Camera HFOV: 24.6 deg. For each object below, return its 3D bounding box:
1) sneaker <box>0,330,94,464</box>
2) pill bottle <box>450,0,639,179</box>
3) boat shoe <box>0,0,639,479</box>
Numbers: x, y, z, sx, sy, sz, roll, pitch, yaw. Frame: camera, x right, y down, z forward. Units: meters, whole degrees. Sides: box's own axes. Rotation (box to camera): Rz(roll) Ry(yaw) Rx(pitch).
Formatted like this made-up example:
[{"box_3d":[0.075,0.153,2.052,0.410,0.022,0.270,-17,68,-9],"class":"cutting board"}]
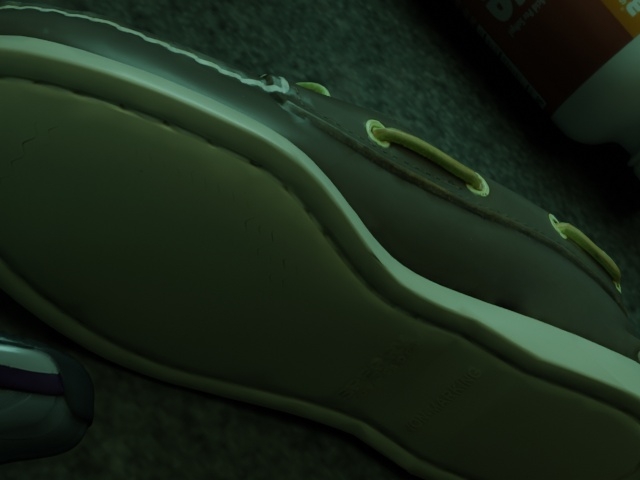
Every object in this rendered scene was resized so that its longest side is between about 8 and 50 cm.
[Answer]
[{"box_3d":[-0.167,0.072,0.390,0.224,0.083,0.098,4,73,-30],"class":"sneaker"},{"box_3d":[0.143,-0.130,0.765,0.216,0.121,0.121,50,41,6],"class":"pill bottle"},{"box_3d":[0.000,0.000,0.549,0.324,0.116,0.096,27,39,-26],"class":"boat shoe"}]
